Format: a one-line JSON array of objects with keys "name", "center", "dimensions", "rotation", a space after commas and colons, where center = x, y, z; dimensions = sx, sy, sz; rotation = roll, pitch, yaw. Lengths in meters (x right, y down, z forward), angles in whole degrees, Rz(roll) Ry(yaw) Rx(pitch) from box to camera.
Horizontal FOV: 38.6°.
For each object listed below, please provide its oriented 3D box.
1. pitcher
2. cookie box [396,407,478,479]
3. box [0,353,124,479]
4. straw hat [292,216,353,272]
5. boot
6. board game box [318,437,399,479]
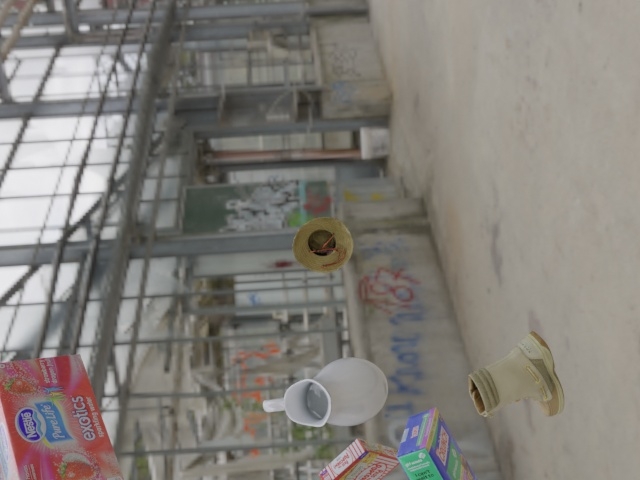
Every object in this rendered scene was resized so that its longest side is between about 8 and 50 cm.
[{"name": "pitcher", "center": [0.012, 0.286, 1.692], "dimensions": [0.207, 0.178, 0.125], "rotation": [-4, -94, -52]}, {"name": "cookie box", "center": [0.132, 0.256, 1.018], "dimensions": [0.107, 0.040, 0.092], "rotation": [60, -158, -9]}, {"name": "box", "center": [-0.425, 0.334, 1.436], "dimensions": [0.300, 0.154, 0.142], "rotation": [56, 138, 44]}, {"name": "straw hat", "center": [0.000, 0.000, 2.058], "dimensions": [0.061, 0.145, 0.144], "rotation": [-116, 21, -61]}, {"name": "boot", "center": [0.454, 0.354, 2.124], "dimensions": [0.095, 0.204, 0.262], "rotation": [49, 167, 50]}, {"name": "board game box", "center": [0.107, 0.592, 2.392], "dimensions": [0.193, 0.147, 0.045], "rotation": [29, -159, -50]}]
